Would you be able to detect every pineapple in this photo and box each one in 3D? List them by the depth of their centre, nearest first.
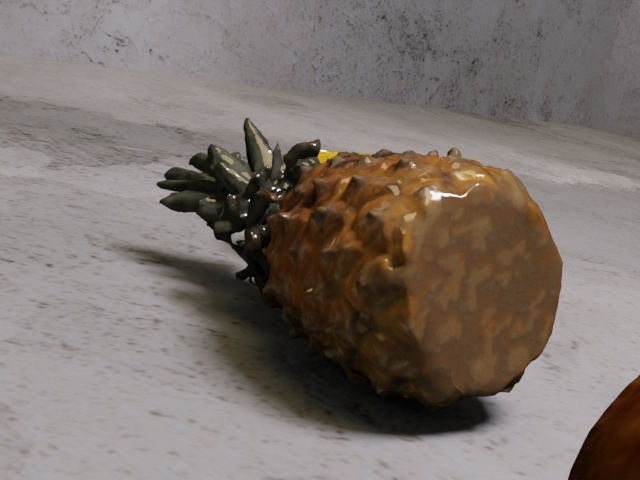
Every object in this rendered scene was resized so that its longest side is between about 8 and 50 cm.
[{"bbox_3d":[0.000,0.000,0.720,0.169,0.169,0.340,1,10,-37],"label":"pineapple"}]

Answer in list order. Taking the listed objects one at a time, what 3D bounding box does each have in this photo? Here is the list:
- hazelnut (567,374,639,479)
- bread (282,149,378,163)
[{"bbox_3d":[0.173,0.118,0.332,0.178,0.178,0.204,6,19,-22],"label":"hazelnut"},{"bbox_3d":[0.034,-0.026,0.922,0.187,0.103,0.065,0,14,-24],"label":"bread"}]
